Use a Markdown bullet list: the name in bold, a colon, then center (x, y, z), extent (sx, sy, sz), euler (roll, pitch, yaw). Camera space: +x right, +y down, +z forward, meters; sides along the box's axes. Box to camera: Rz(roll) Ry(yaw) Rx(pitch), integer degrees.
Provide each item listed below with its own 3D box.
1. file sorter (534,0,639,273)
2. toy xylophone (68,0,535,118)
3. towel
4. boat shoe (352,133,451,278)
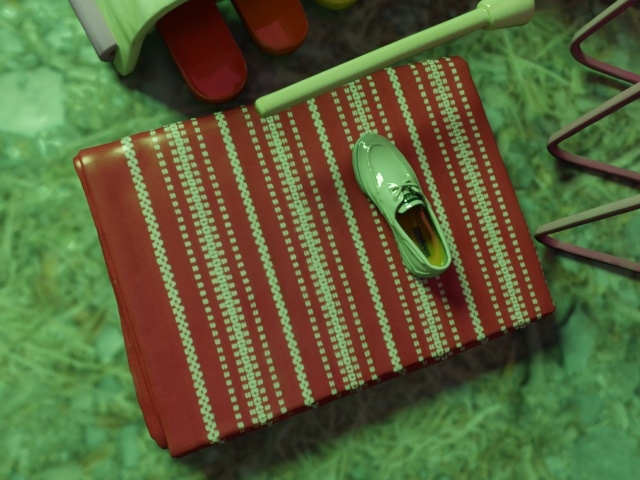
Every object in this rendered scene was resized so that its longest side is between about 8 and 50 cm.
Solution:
- **file sorter**: center (0.267, -0.119, 0.397), extent (0.182, 0.202, 0.290), euler (16, 82, -5)
- **toy xylophone**: center (-0.009, -0.200, 0.415), extent (0.323, 0.081, 0.236), euler (-20, 88, -11)
- **towel**: center (0.000, 0.000, 0.424), extent (0.275, 0.031, 0.198), euler (-17, 86, -13)
- **boat shoe**: center (0.052, -0.024, 0.403), extent (0.035, 0.035, 0.100), euler (-23, 86, -13)
